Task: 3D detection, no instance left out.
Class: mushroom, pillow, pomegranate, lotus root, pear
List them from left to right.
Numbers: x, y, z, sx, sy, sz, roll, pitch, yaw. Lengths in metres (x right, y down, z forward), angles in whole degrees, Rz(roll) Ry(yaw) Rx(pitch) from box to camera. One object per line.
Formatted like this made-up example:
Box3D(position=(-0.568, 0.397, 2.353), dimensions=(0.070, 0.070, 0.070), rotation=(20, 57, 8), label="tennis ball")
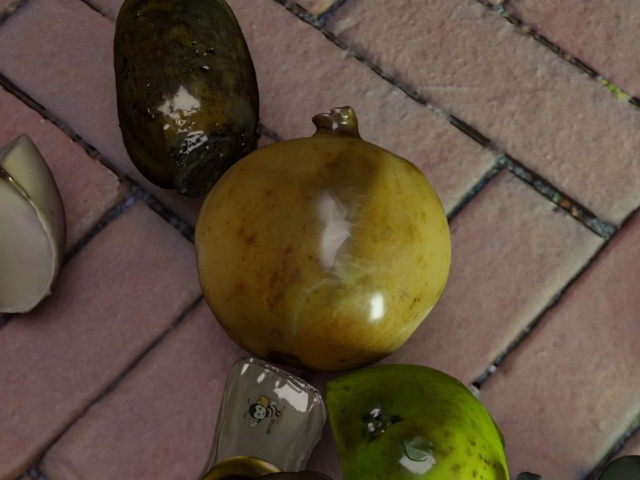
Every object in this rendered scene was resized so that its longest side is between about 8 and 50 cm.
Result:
Box3D(position=(-0.384, -0.010, 1.636), dimensions=(0.236, 0.173, 0.162), rotation=(-34, 106, 26), label="mushroom")
Box3D(position=(-0.170, -0.199, 1.635), dimensions=(0.179, 0.196, 0.397), rotation=(-18, 44, 2), label="lotus root")
Box3D(position=(-0.074, 0.252, 1.479), dimensions=(0.130, 0.038, 0.233), rotation=(21, 98, 19), label="pillow")
Box3D(position=(0.003, 0.017, 1.510), dimensions=(0.307, 0.307, 0.307), rotation=(-1, 64, 3), label="pomegranate")
Box3D(position=(0.112, 0.236, 1.392), dimensions=(0.176, 0.282, 0.286), rotation=(-18, 64, 3), label="pear")

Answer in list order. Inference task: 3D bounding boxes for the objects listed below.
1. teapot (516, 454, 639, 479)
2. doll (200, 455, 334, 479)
Box3D(position=(0.312, 0.368, 1.319), dimensions=(0.223, 0.305, 0.285), rotation=(22, 73, 40), label="teapot")
Box3D(position=(-0.025, 0.393, 1.326), dimensions=(0.318, 0.340, 0.209), rotation=(2, 21, 43), label="doll")
